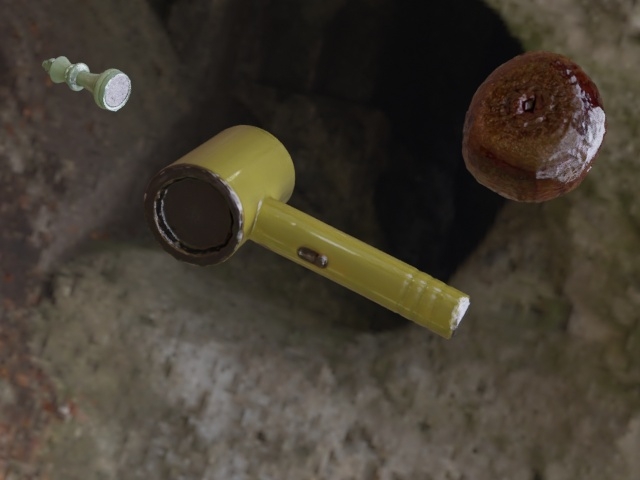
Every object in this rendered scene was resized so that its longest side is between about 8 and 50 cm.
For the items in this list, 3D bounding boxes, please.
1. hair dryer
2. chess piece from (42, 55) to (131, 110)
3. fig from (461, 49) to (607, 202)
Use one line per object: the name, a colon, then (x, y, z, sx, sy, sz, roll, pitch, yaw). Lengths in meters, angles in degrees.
hair dryer: (0.000, 0.000, 1.269, 0.135, 0.278, 0.090, -42, 157, -61)
chess piece: (-0.341, -0.231, 2.133, 0.059, 0.149, 0.059, -33, 134, -42)
fig: (0.204, -0.088, 1.469, 0.146, 0.134, 0.201, -45, 165, -15)
